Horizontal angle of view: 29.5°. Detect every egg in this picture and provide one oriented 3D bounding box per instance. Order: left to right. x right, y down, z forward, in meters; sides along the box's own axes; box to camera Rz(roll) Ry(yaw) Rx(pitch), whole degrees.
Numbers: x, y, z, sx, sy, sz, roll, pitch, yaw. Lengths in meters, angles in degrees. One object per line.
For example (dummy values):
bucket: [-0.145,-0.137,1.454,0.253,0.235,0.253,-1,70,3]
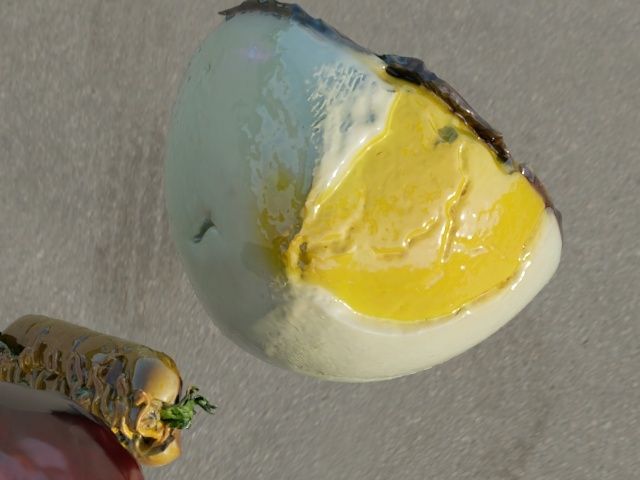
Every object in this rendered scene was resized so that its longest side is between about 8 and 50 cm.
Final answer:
egg: [0.000,0.000,0.903,0.337,0.337,0.201,35,71,3]

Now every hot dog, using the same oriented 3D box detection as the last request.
hot dog: [-0.145,0.091,0.746,0.055,0.188,0.072,-11,107,-47]

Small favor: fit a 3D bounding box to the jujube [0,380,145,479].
jujube: [-0.134,0.151,0.494,0.183,0.243,0.183,-2,67,5]
